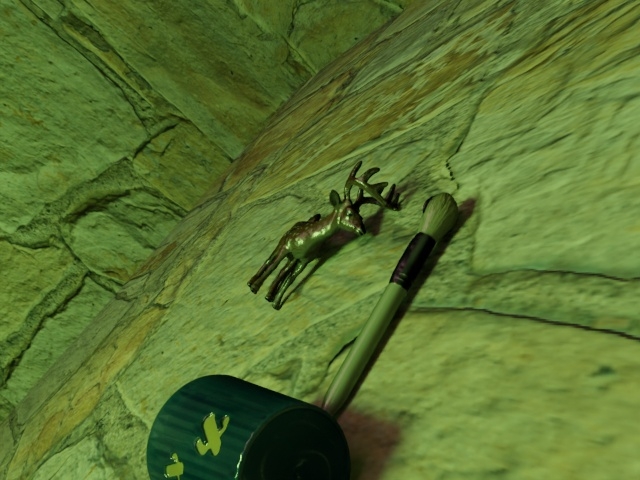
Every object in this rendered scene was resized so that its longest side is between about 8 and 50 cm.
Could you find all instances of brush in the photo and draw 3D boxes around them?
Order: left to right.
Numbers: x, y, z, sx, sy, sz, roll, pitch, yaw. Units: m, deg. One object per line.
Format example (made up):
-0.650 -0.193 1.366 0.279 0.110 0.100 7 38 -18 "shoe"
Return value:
0.075 0.060 0.604 0.039 0.042 0.299 22 63 28 "brush"

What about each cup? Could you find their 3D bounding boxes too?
-0.065 0.209 0.486 0.155 0.131 0.177 -14 65 52 "cup"

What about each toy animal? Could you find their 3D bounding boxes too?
-0.014 -0.012 0.880 0.260 0.087 0.243 -51 20 -6 "toy animal"
